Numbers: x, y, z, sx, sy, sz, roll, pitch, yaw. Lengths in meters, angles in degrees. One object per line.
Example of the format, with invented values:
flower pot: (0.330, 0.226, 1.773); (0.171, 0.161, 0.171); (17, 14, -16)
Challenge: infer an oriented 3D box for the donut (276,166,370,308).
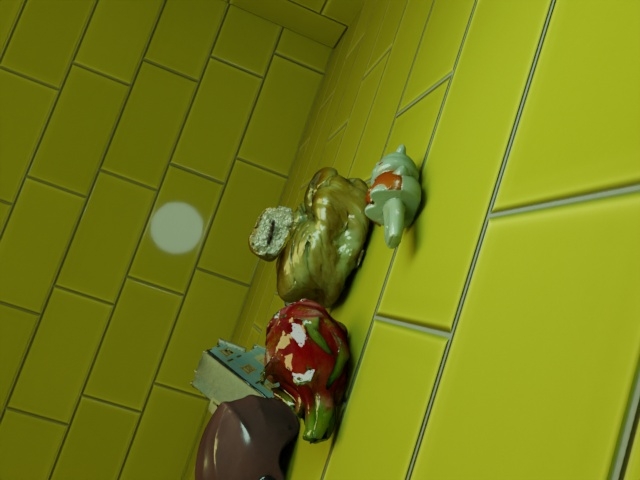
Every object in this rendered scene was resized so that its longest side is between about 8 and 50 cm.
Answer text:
donut: (0.000, 0.000, 1.415); (0.360, 0.169, 0.361); (-161, 90, -81)

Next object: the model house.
model house: (-0.191, 0.393, 1.626); (0.206, 0.271, 0.178); (-15, -51, -59)

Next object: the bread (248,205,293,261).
bread: (-0.118, -0.016, 1.354); (0.106, 0.082, 0.125); (-30, 40, 68)

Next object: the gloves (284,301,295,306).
gloves: (-0.066, 0.168, 1.690); (0.153, 0.070, 0.115); (-169, 99, -77)

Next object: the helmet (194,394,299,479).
helmet: (-0.187, 0.511, 1.348); (0.271, 0.197, 0.339); (140, 149, -65)

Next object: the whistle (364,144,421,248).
whistle: (0.134, -0.081, 1.081); (0.253, 0.105, 0.102); (-82, -25, -46)

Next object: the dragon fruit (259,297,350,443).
dragon fruit: (-0.033, 0.245, 1.139); (0.200, 0.198, 0.269); (-22, 62, 61)
